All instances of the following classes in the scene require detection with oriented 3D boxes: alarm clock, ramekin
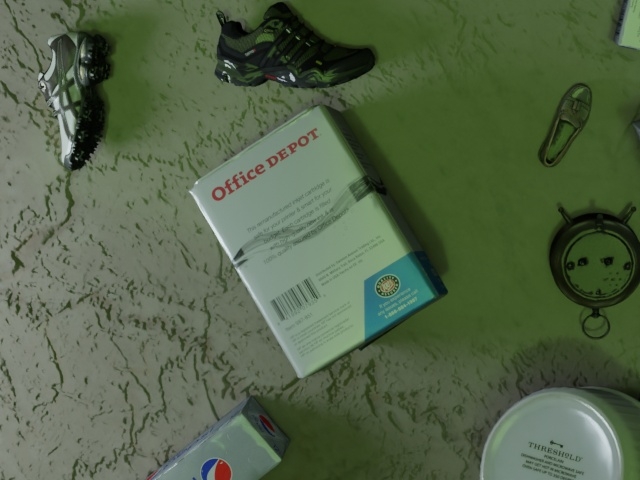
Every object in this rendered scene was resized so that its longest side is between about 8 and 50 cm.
[{"bbox_3d":[0.389,0.049,1.936,0.129,0.064,0.192,-1,105,6],"label":"alarm clock"},{"bbox_3d":[0.342,0.324,1.891,0.272,0.127,0.273,-13,66,32],"label":"ramekin"}]

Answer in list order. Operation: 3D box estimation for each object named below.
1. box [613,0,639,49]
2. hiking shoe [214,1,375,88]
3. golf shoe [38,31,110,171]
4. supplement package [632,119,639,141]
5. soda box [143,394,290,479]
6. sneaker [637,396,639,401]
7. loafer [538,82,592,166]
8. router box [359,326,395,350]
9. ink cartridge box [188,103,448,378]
[{"bbox_3d":[0.476,-0.310,1.845,0.137,0.072,0.126,13,102,4],"label":"box"},{"bbox_3d":[-0.037,-0.270,1.900,0.226,0.086,0.114,0,105,7],"label":"hiking shoe"},{"bbox_3d":[-0.357,-0.199,1.962,0.093,0.077,0.198,10,96,15],"label":"golf shoe"},{"bbox_3d":[0.563,-0.065,1.822,0.199,0.198,0.263,-23,98,9],"label":"supplement package"},{"bbox_3d":[-0.185,0.359,2.043,0.286,0.091,0.098,-40,94,12],"label":"soda box"},{"bbox_3d":[0.475,0.300,1.967,0.340,0.125,0.140,-32,69,14],"label":"sneaker"},{"bbox_3d":[0.342,-0.157,1.907,0.045,0.039,0.125,25,103,1],"label":"loafer"},{"bbox_3d":[0.060,0.084,1.987,0.092,0.038,0.122,-36,96,12],"label":"router box"},{"bbox_3d":[0.000,0.000,1.901,0.223,0.129,0.307,-32,84,12],"label":"ink cartridge box"}]
